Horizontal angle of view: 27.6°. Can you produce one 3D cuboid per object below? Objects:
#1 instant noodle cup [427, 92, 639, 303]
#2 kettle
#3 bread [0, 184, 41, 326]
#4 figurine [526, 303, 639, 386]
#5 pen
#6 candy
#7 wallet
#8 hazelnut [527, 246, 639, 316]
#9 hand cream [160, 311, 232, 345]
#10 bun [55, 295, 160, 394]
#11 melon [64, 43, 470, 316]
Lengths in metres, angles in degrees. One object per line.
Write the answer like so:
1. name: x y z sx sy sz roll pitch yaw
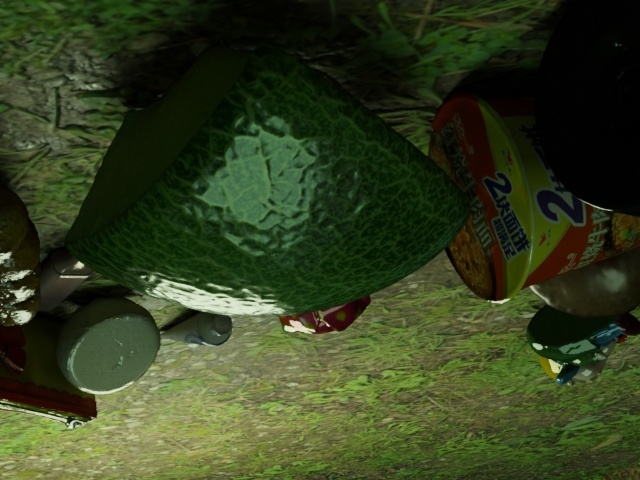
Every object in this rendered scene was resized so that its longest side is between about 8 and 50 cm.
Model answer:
1. instant noodle cup: 0.227 -0.056 1.295 0.174 0.213 0.213 -12 162 -20
2. kettle: 0.358 -0.139 1.162 0.271 0.250 0.207 4 180 -37
3. bread: -0.354 0.026 1.394 0.124 0.084 0.344 15 158 -2
4. figurine: 0.428 0.157 2.071 0.185 0.127 0.234 -23 147 13
5. pen: -0.306 0.042 1.532 0.053 0.032 0.197 3 159 -29
6. candy: 0.000 0.000 1.474 0.124 0.124 0.365 -8 152 -4
7. wallet: -0.372 0.156 1.651 0.067 0.141 0.241 -25 156 22
8. hazelnut: 0.313 -0.004 1.478 0.210 0.186 0.210 -16 150 -9
9. hand cream: -0.164 0.126 1.806 0.084 0.053 0.142 1 167 -29
10. bun: -0.282 0.124 1.678 0.138 0.094 0.138 -23 135 -25
11. melon: -0.016 -0.040 1.202 0.344 0.226 0.331 24 127 -27
